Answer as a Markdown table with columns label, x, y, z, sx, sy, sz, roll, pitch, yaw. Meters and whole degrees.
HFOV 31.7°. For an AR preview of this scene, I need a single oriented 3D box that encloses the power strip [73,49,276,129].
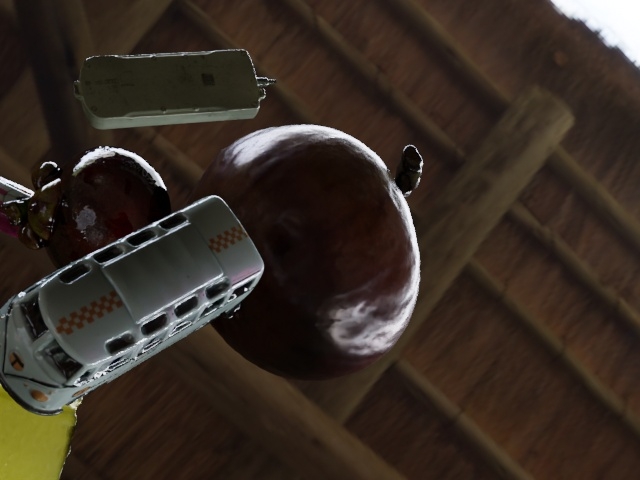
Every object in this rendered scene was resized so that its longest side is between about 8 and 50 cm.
| label | x | y | z | sx | sy | sz | roll | pitch | yaw |
| --- | --- | --- | --- | --- | --- | --- | --- | --- | --- |
| power strip | -0.158 | -0.168 | 1.245 | 0.226 | 0.029 | 0.080 | -6 | -111 | -17 |

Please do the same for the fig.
| label | x | y | z | sx | sy | sz | roll | pitch | yaw |
| --- | --- | --- | --- | --- | --- | --- | --- | --- | --- |
| fig | -0.013 | 0.010 | 1.005 | 0.235 | 0.235 | 0.214 | 53 | -148 | 12 |

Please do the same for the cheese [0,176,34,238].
| label | x | y | z | sx | sy | sz | roll | pitch | yaw |
| --- | --- | --- | --- | --- | --- | --- | --- | --- | --- |
| cheese | -0.430 | -0.057 | 1.448 | 0.244 | 0.062 | 0.155 | 26 | 179 | 6 |

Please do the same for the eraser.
| label | x | y | z | sx | sy | sz | roll | pitch | yaw |
| --- | --- | --- | --- | --- | --- | --- | --- | --- | --- |
| eraser | -0.401 | 0.232 | 1.383 | 0.226 | 0.069 | 0.158 | 31 | -109 | -54 |

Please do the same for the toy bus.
| label | x | y | z | sx | sy | sz | roll | pitch | yaw |
| --- | --- | --- | --- | --- | --- | --- | --- | --- | --- |
| toy bus | -0.126 | 0.038 | 0.755 | 0.194 | 0.089 | 0.087 | -29 | -95 | -41 |

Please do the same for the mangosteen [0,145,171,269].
| label | x | y | z | sx | sy | sz | roll | pitch | yaw |
| --- | --- | --- | --- | --- | --- | --- | --- | --- | --- |
| mangosteen | -0.195 | -0.021 | 0.940 | 0.140 | 0.140 | 0.140 | 29 | -144 | -24 |
